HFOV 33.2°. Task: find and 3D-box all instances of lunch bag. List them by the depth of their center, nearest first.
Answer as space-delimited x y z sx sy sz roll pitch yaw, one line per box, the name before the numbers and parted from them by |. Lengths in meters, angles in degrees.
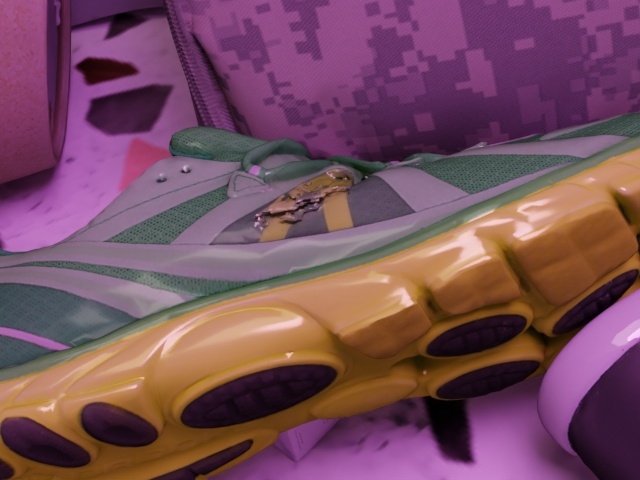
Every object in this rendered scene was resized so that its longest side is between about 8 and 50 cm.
lunch bag | 0.076 -0.156 0.443 0.305 0.256 0.212 -9 5 14

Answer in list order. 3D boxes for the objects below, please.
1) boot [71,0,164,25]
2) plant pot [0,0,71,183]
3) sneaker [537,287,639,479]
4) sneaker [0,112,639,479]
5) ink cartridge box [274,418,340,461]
boot | -0.133 -0.197 0.641 0.258 0.095 0.123 -1 43 0
plant pot | -0.260 -0.101 0.496 0.274 0.256 0.256 2 48 -8
sneaker | 0.234 0.035 0.347 0.295 0.104 0.147 -29 51 -6
sneaker | 0.000 0.000 0.376 0.295 0.109 0.123 -16 57 -5
ink cartridge box | 0.000 0.042 0.434 0.048 0.028 0.083 32 62 31
